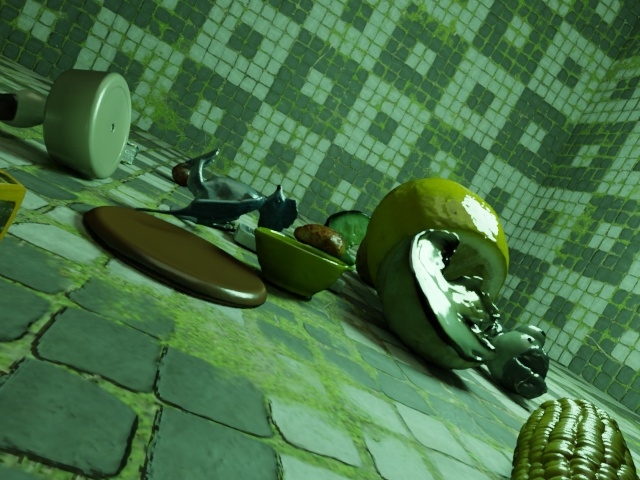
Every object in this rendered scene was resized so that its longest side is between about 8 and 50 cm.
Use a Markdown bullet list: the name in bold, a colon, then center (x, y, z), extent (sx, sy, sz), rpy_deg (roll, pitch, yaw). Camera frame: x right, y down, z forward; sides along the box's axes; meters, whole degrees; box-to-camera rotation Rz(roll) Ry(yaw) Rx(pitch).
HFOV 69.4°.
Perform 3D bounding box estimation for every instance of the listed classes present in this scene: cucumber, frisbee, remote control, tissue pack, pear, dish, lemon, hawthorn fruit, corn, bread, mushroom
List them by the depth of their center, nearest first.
- **corn**: center (0.234, 0.213, 0.429), extent (0.115, 0.115, 0.317), rpy_deg (31, 6, 28)
- **frisbee**: center (-0.180, 0.016, 0.606), extent (0.250, 0.021, 0.251), rpy_deg (28, 3, -2)
- **dish**: center (-0.038, 0.045, 0.771), extent (0.207, 0.080, 0.148), rpy_deg (24, 3, -35)
- **mushroom**: center (0.199, 0.124, 0.869), extent (0.189, 0.164, 0.267), rpy_deg (-5, 62, -37)
- **remote control**: center (-0.065, 0.036, 0.975), extent (0.250, 0.034, 0.103), rpy_deg (27, 5, -13)
- **tissue pack**: center (-0.523, -0.246, 1.117), extent (0.148, 0.060, 0.108), rpy_deg (34, 8, 36)
- **lemon**: center (0.280, 0.000, 1.166), extent (0.364, 0.364, 0.364), rpy_deg (29, 5, -3)
- **hawthorn fruit**: center (-0.367, -0.171, 1.287), extent (0.103, 0.067, 0.066), rpy_deg (47, 10, 18)
- **bread**: center (-0.006, -0.004, 1.414), extent (0.139, 0.095, 0.269), rpy_deg (35, -1, -15)
- **pear**: center (0.216, 0.061, 1.416), extent (0.228, 0.211, 0.188), rpy_deg (41, 19, -21)
- **cucumber**: center (0.096, -0.022, 1.578), extent (0.191, 0.191, 0.130), rpy_deg (28, 5, -9)

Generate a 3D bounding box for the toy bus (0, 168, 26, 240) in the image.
- **toy bus**: center (-0.262, -0.027, 0.274), extent (0.074, 0.070, 0.162), rpy_deg (31, 4, -1)

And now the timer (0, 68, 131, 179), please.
- **timer**: center (-0.467, -0.211, 0.743), extent (0.265, 0.175, 0.175), rpy_deg (12, 7, -7)

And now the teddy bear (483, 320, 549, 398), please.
- **teddy bear**: center (0.407, 0.238, 0.999), extent (0.251, 0.144, 0.171), rpy_deg (38, -5, 45)

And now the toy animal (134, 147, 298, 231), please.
- **toy animal**: center (-0.166, -0.061, 0.775), extent (0.177, 0.255, 0.239), rpy_deg (64, -22, -6)

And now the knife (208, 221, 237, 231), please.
- **knife**: center (-0.206, -0.034, 0.971), extent (0.045, 0.021, 0.222), rpy_deg (29, 4, 32)
